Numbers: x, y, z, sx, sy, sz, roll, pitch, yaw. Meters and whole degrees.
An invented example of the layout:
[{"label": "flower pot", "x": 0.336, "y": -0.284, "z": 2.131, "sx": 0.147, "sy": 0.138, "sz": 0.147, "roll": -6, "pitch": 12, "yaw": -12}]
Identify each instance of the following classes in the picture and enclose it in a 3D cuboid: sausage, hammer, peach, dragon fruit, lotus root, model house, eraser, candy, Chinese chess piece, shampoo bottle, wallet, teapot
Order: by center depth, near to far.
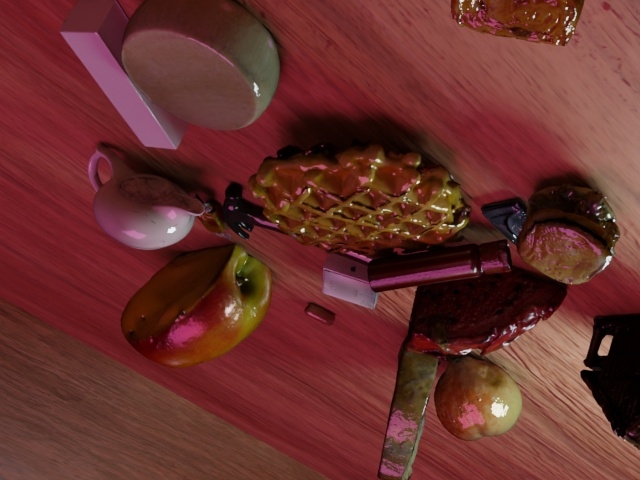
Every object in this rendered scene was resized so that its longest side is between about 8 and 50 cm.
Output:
[{"label": "Chinese chess piece", "x": -0.186, "y": -0.281, "z": 1.309, "sx": 0.250, "sy": 0.101, "sz": 0.250, "roll": 17, "pitch": 154, "yaw": 9}, {"label": "eraser", "x": -0.328, "y": -0.280, "z": 1.444, "sx": 0.078, "sy": 0.076, "sz": 0.298, "roll": 7, "pitch": 151, "yaw": 24}, {"label": "wallet", "x": 0.355, "y": -0.025, "z": 1.487, "sx": 0.129, "sy": 0.026, "sz": 0.088, "roll": 37, "pitch": 150, "yaw": -30}, {"label": "shampoo bottle", "x": 0.224, "y": 0.048, "z": 1.563, "sx": 0.260, "sy": 0.064, "sz": 0.102, "roll": -10, "pitch": 180, "yaw": 19}, {"label": "model house", "x": 0.689, "y": 0.315, "z": 1.600, "sx": 0.317, "sy": 0.282, "sz": 0.297, "roll": 30, "pitch": 152, "yaw": -17}, {"label": "dragon fruit", "x": 0.319, "y": 0.118, "z": 1.655, "sx": 0.330, "sy": 0.302, "sz": 0.240, "roll": -5, "pitch": 114, "yaw": 16}, {"label": "teapot", "x": -0.380, "y": -0.083, "z": 1.746, "sx": 0.300, "sy": 0.208, "sz": 0.166, "roll": 36, "pitch": 136, "yaw": 14}, {"label": "hammer", "x": 0.000, "y": 0.000, "z": 1.774, "sx": 0.440, "sy": 0.044, "sz": 0.168, "roll": 19, "pitch": 153, "yaw": 4}, {"label": "candy", "x": -0.239, "y": -0.054, "z": 1.846, "sx": 0.053, "sy": 0.046, "sz": 0.182, "roll": 10, "pitch": 157, "yaw": 14}, {"label": "peach", "x": -0.306, "y": 0.182, "z": 2.072, "sx": 0.380, "sy": 0.306, "sz": 0.242, "roll": -11, "pitch": 133, "yaw": 39}, {"label": "peach", "x": 0.385, "y": 0.382, "z": 2.080, "sx": 0.232, "sy": 0.232, "sz": 0.232, "roll": 17, "pitch": 154, "yaw": 9}, {"label": "lotus root", "x": 0.219, "y": 0.426, "z": 2.080, "sx": 0.111, "sy": 0.375, "sz": 0.390, "roll": 12, "pitch": 141, "yaw": 8}, {"label": "sausage", "x": -0.002, "y": 0.192, "z": 2.151, "sx": 0.083, "sy": 0.034, "sz": 0.034, "roll": 29, "pitch": 153, "yaw": -15}]

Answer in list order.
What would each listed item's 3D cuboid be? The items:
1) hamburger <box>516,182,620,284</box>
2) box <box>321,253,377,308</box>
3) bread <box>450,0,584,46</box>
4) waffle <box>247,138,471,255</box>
[{"label": "hamburger", "x": 0.405, "y": -0.026, "z": 1.347, "sx": 0.159, "sy": 0.131, "sz": 0.185, "roll": 30, "pitch": 147, "yaw": 0}, {"label": "box", "x": 0.071, "y": 0.092, "z": 1.890, "sx": 0.129, "sy": 0.051, "sz": 0.130, "roll": 18, "pitch": 153, "yaw": 8}, {"label": "bread", "x": 0.224, "y": -0.315, "z": 0.904, "sx": 0.158, "sy": 0.143, "sz": 0.149, "roll": 18, "pitch": 160, "yaw": 6}, {"label": "waffle", "x": 0.075, "y": -0.060, "z": 1.498, "sx": 0.380, "sy": 0.095, "sz": 0.382, "roll": -3, "pitch": 158, "yaw": 19}]
